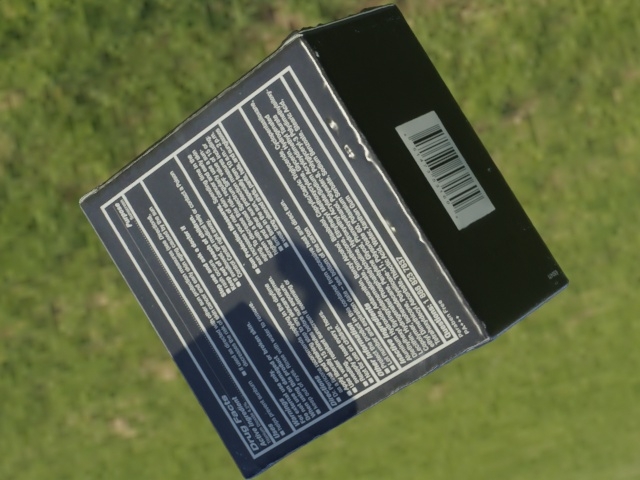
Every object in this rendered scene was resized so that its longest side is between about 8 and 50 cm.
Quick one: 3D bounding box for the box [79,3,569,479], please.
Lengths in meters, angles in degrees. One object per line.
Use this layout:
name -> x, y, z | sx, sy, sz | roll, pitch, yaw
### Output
box -> 0.000, 0.000, 1.644 | 0.294, 0.296, 0.182 | -33, 176, 33
